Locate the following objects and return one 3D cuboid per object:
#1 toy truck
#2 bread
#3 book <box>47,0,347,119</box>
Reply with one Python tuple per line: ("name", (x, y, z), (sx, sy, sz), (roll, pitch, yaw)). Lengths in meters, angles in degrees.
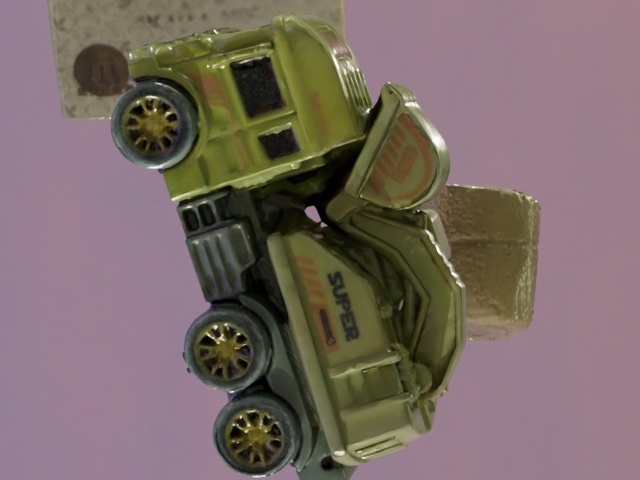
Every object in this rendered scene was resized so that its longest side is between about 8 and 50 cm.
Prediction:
("toy truck", (0.000, 0.000, 0.741), (0.085, 0.116, 0.191), (-30, -78, -79))
("bread", (0.147, 0.024, 1.833), (0.148, 0.134, 0.141), (16, -103, -53))
("book", (-0.103, -0.254, 1.448), (0.035, 0.239, 0.352), (-91, -2, -62))
